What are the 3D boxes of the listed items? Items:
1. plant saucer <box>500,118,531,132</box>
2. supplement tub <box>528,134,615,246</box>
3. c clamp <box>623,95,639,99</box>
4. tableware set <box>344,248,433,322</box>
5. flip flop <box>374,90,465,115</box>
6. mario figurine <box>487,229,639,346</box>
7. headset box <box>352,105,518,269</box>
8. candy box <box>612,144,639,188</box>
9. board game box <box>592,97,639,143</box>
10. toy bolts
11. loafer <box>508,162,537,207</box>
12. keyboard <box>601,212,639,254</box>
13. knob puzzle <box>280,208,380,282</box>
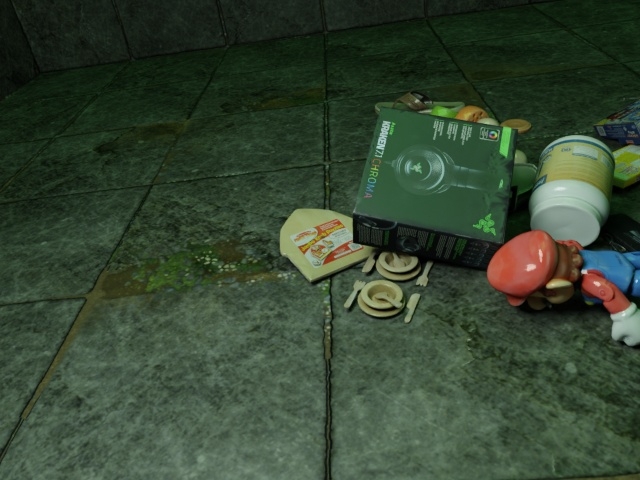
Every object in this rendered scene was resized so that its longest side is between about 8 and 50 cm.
[{"bbox_3d":[0.550,-0.324,1.576,0.084,0.013,0.083,-7,34,5],"label":"plant saucer"},{"bbox_3d":[0.495,-0.096,1.104,0.145,0.144,0.199,9,50,25],"label":"supplement tub"},{"bbox_3d":[0.956,-0.377,1.554,0.137,0.022,0.160,-13,31,-14],"label":"c clamp"},{"bbox_3d":[0.132,0.068,1.049,0.128,0.039,0.194,11,38,19],"label":"tableware set"},{"bbox_3d":[0.305,-0.421,1.722,0.277,0.080,0.112,3,35,18],"label":"flip flop"},{"bbox_3d":[0.440,0.076,0.937,0.321,0.169,0.198,5,-2,3],"label":"mario figurine"},{"bbox_3d":[0.224,-0.098,1.060,0.283,0.131,0.246,13,67,9],"label":"headset box"},{"bbox_3d":[0.708,-0.175,1.283,0.206,0.027,0.105,-22,37,-27],"label":"candy box"},{"bbox_3d":[0.815,-0.310,1.374,0.194,0.060,0.194,-29,10,4],"label":"board game box"},{"bbox_3d":[0.357,-0.183,1.280,0.229,0.218,0.158,10,12,-39],"label":"toy bolts"},{"bbox_3d":[0.326,-0.106,1.191,0.320,0.111,0.112,-17,63,-7],"label":"loafer"},{"bbox_3d":[0.590,0.003,1.064,0.108,0.023,0.180,-9,32,-11],"label":"keyboard"},{"bbox_3d":[0.000,0.000,1.184,0.213,0.030,0.213,2,45,-2],"label":"knob puzzle"}]
